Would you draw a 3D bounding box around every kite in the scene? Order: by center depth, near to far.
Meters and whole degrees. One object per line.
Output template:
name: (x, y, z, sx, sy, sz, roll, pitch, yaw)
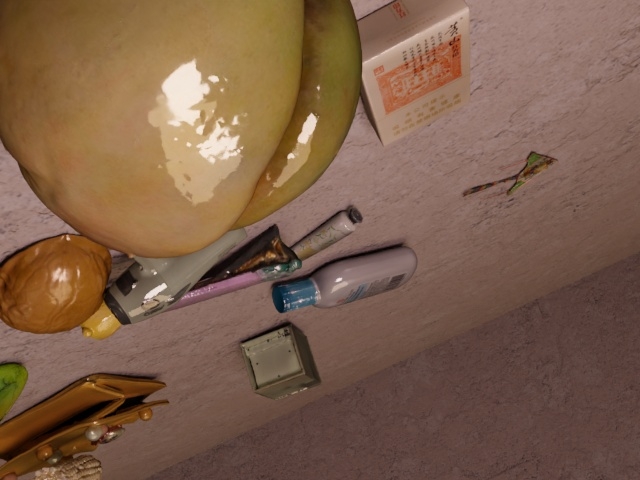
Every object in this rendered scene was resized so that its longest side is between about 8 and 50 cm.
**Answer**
kite: (0.413, -0.134, 1.281, 0.244, 0.006, 0.198, -20, 158, -12)

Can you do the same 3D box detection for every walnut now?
walnut: (-0.379, 0.082, 0.842, 0.167, 0.087, 0.211, -5, 151, -36)

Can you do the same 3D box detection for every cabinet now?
cabinet: (-0.105, 0.328, 1.585, 0.145, 0.150, 0.206, -21, 158, 4)

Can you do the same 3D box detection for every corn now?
corn: (-0.569, 0.538, 1.335, 0.087, 0.087, 0.211, -23, 165, -3)

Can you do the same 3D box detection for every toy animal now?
toy animal: (-0.315, 0.099, 0.966, 0.159, 0.070, 0.083, -32, -165, -5)

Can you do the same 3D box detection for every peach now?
peach: (-0.110, -0.124, 0.465, 0.292, 0.247, 0.292, -33, 178, -1)

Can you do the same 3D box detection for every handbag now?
handbag: (-0.591, 0.459, 1.430, 0.401, 0.133, 0.283, -31, 162, 15)

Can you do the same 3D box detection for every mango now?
mango: (-0.633, 0.305, 1.054, 0.233, 0.111, 0.125, -32, 172, -15)

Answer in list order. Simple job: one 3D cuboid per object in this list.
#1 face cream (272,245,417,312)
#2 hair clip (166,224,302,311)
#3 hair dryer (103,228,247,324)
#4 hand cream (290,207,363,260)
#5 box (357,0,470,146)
face cream: (0.053, 0.095, 1.321, 0.337, 0.080, 0.163, -12, 156, -28)
hair clip: (-0.200, 0.080, 1.050, 0.359, 0.110, 0.095, -25, 118, 11)
hair dryer: (-0.201, -0.013, 0.839, 0.229, 0.092, 0.267, -26, 144, -36)
hand cream: (0.000, 0.000, 1.111, 0.194, 0.042, 0.067, -35, 157, 33)
box: (0.113, -0.212, 0.732, 0.141, 0.058, 0.201, -26, 157, 4)
